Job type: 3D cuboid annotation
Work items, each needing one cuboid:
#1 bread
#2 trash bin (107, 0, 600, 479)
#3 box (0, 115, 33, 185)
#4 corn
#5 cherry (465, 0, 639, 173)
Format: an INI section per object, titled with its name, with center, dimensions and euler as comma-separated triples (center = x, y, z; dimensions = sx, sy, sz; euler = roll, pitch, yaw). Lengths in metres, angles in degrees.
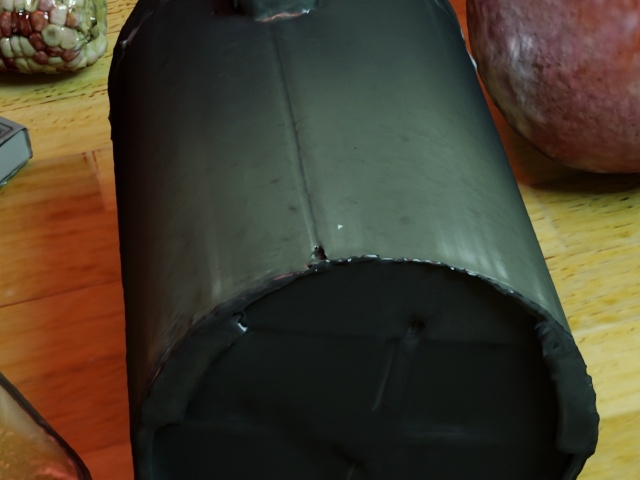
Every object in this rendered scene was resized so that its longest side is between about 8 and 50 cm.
[bread]
center = -0.193, 0.093, 0.837
dimensions = 0.214, 0.053, 0.073
euler = 33, 59, 31
[trash bin]
center = 0.000, 0.000, 0.786
dimensions = 0.203, 0.252, 0.301
euler = -9, 37, -2
[box]
center = -0.285, -0.058, 1.023
dimensions = 0.177, 0.036, 0.115
euler = 22, 49, 26
[corn]
center = -0.266, -0.157, 1.095
dimensions = 0.253, 0.086, 0.086
euler = 4, 43, 13
[cherry]
center = 0.207, -0.172, 0.969
dimensions = 0.236, 0.213, 0.285
euler = 26, 61, 31
